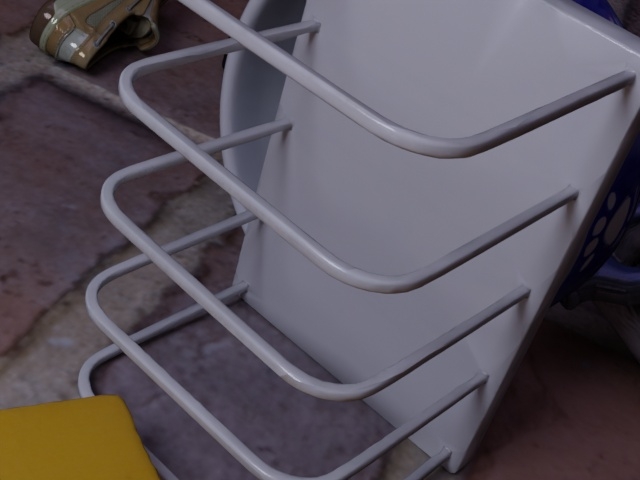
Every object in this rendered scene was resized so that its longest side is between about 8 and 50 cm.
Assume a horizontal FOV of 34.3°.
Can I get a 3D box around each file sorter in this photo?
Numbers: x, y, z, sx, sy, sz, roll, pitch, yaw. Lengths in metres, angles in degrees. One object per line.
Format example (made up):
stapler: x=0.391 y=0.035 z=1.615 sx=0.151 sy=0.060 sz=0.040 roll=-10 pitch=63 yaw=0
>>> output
file sorter: x=0.000 y=0.000 z=0.522 sx=0.193 sy=0.278 sz=0.173 roll=38 pitch=41 yaw=25

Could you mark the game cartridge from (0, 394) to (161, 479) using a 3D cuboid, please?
game cartridge: x=-0.151 y=0.197 z=0.364 sx=0.285 sy=0.053 sz=0.324 roll=-4 pitch=37 yaw=-32

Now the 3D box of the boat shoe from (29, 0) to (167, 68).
boat shoe: x=-0.170 y=-0.196 z=0.917 sx=0.072 sy=0.068 sz=0.190 roll=38 pitch=45 yaw=5

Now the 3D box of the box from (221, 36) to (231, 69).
box: x=0.030 y=-0.114 z=0.903 sx=0.175 sy=0.051 sz=0.220 roll=-1 pitch=38 yaw=-29

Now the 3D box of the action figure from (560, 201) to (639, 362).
action figure: x=0.327 y=0.003 z=0.787 sx=0.341 sy=0.179 sz=0.330 roll=-7 pitch=40 yaw=4

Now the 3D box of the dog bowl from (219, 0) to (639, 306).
dog bowl: x=0.064 y=-0.064 z=0.653 sx=0.265 sy=0.265 sz=0.104 roll=39 pitch=36 yaw=27
